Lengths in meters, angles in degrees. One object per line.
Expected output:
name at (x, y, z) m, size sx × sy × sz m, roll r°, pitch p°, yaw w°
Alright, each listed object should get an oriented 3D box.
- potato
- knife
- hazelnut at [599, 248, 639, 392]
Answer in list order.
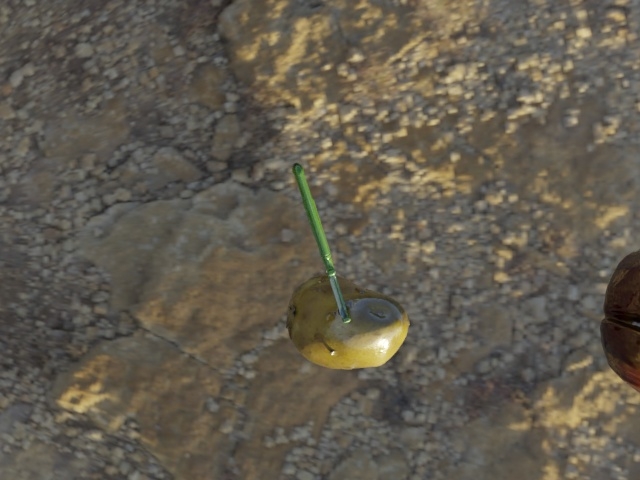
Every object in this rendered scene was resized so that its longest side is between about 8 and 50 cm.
potato at (0.032, 0.114, 1.659) m, size 0.137 × 0.176 × 0.137 m, roll -10°, pitch 106°, yaw -37°
knife at (0.001, 0.000, 1.547) m, size 0.015 × 0.054 × 0.212 m, roll -18°, pitch 106°, yaw 2°
hazelnut at (0.477, 0.105, 1.591) m, size 0.218 × 0.218 × 0.234 m, roll -49°, pitch 139°, yaw -19°
